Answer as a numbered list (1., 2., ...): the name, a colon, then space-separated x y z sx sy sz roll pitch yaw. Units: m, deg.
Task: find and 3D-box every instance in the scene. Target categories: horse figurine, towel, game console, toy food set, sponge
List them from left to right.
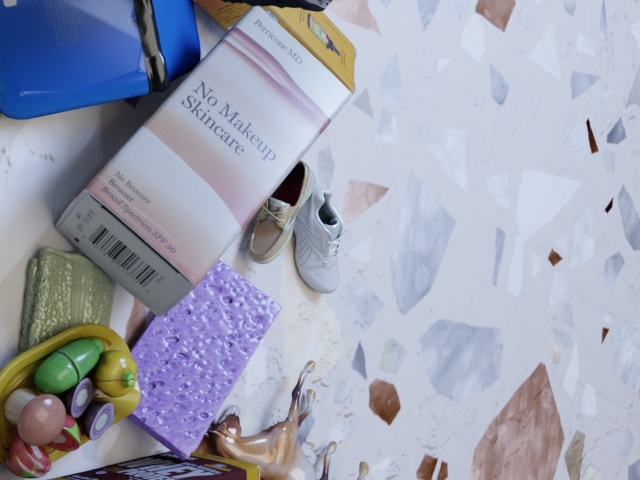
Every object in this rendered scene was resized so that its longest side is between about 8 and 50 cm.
1. toy food set: -0.256 0.171 1.321 0.218 0.071 0.128 -31 122 -34
2. towel: -0.258 0.085 1.379 0.110 0.027 0.148 13 82 -49
3. game console: -0.243 -0.293 1.373 0.250 0.173 0.293 -14 105 -17
4. sponge: -0.140 0.122 1.478 0.117 0.031 0.210 37 61 -9
5. horse figurine: -0.026 0.277 1.642 0.174 0.066 0.263 -51 126 -43

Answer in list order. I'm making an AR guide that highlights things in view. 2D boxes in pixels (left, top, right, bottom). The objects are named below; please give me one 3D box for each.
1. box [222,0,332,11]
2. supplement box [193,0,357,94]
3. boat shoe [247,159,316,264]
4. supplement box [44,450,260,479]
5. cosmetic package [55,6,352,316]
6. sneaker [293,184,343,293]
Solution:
1. box: -0.185 -0.485 1.080 0.471 0.297 0.480 13 94 -33
2. supplement box: -0.048 -0.249 1.557 0.233 0.080 0.078 39 43 -42
3. boat shoe: -0.050 -0.037 1.590 0.045 0.050 0.135 71 41 -62
4. supplement box: -0.174 0.336 1.416 0.194 0.129 0.191 -4 96 -50
5. cosmetic package: -0.118 -0.085 1.406 0.153 0.129 0.296 41 60 -8
6. sneaker: 0.000 0.000 1.657 0.053 0.061 0.152 -41 124 -43
